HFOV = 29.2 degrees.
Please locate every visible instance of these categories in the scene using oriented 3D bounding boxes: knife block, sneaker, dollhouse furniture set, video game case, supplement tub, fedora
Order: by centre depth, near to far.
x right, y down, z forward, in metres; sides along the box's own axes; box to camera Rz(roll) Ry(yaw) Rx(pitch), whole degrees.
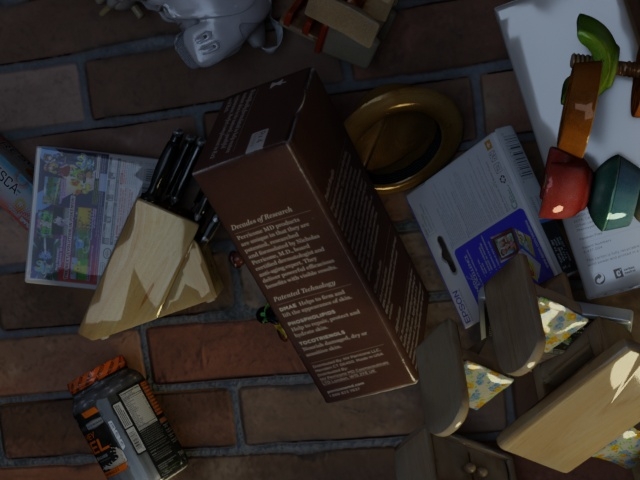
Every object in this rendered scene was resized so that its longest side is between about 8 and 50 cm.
[{"bbox_3d":[0.275,0.276,1.465,0.362,0.256,0.394,24,129,-26],"label":"dollhouse furniture set"},{"bbox_3d":[0.048,-0.350,1.545,0.135,0.262,0.259,27,140,2],"label":"dollhouse furniture set"},{"bbox_3d":[0.300,0.125,1.578,0.190,0.173,0.022,9,58,16],"label":"video game case"},{"bbox_3d":[0.093,-0.146,1.623,0.194,0.194,0.079,-29,48,18],"label":"fedora"},{"bbox_3d":[-0.222,-0.328,1.631,0.366,0.137,0.210,-9,99,-12],"label":"sneaker"},{"bbox_3d":[-0.240,-0.015,1.724,0.275,0.088,0.242,-20,96,4],"label":"knife block"},{"bbox_3d":[-0.326,-0.029,1.774,0.183,0.023,0.201,6,99,-7],"label":"video game case"},{"bbox_3d":[-0.283,0.270,1.780,0.117,0.117,0.190,-30,87,18],"label":"supplement tub"}]

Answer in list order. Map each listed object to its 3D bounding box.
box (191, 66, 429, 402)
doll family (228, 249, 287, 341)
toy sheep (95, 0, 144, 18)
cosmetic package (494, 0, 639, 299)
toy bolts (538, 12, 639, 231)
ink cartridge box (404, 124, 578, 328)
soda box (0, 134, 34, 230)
[{"bbox_3d":[0.000,0.000,1.543,0.143,0.191,0.381,-15,120,20],"label":"box"},{"bbox_3d":[-0.055,0.064,1.715,0.111,0.076,0.193,-17,86,22],"label":"doll family"},{"bbox_3d":[-0.292,-0.366,1.726,0.091,0.091,0.132,-37,99,17],"label":"toy sheep"},{"bbox_3d":[0.346,-0.131,1.506,0.155,0.197,0.365,-17,93,18],"label":"cosmetic package"},{"bbox_3d":[0.333,-0.105,1.321,0.158,0.218,0.228,11,116,7],"label":"toy bolts"},{"bbox_3d":[0.217,-0.012,1.593,0.208,0.045,0.206,-36,74,53],"label":"ink cartridge box"},{"bbox_3d":[-0.466,-0.098,1.821,0.183,0.058,0.063,43,105,7],"label":"soda box"}]
